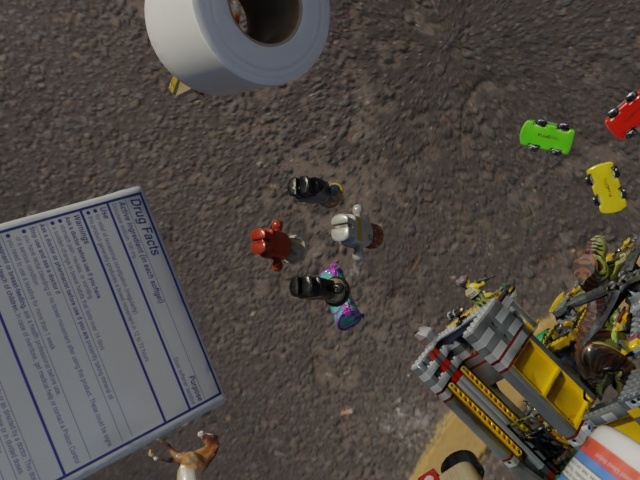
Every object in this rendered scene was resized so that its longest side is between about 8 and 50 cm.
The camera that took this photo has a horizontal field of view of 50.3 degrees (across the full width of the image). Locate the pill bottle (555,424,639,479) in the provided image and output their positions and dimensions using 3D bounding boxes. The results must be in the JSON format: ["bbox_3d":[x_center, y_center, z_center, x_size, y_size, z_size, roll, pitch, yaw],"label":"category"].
[{"bbox_3d":[0.167,0.241,0.432,0.124,0.124,0.221,38,89,-2],"label":"pill bottle"}]

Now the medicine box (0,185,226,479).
[{"bbox_3d":[-0.291,0.115,0.728,0.149,0.289,0.263,-20,91,51],"label":"medicine box"}]

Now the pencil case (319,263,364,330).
[{"bbox_3d":[0.045,0.128,1.539,0.064,0.152,0.070,-9,134,-14],"label":"pencil case"}]

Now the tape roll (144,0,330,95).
[{"bbox_3d":[-0.129,-0.357,1.068,0.169,0.246,0.246,8,114,54],"label":"tape roll"}]

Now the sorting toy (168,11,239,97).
[{"bbox_3d":[-0.217,-0.334,1.281,0.046,0.274,0.132,18,83,-28],"label":"sorting toy"}]

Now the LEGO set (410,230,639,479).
[{"bbox_3d":[0.230,0.054,0.573,0.192,0.255,0.331,45,151,3],"label":"LEGO set"}]

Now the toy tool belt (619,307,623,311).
[{"bbox_3d":[0.666,0.173,1.550,0.083,0.051,0.052,2,103,37],"label":"toy tool belt"}]

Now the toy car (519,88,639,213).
[{"bbox_3d":[0.492,-0.186,1.284,0.225,0.053,0.239,16,112,14],"label":"toy car"}]

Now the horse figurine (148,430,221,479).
[{"bbox_3d":[-0.331,0.564,1.602,0.174,0.263,0.066,23,131,-24],"label":"horse figurine"}]

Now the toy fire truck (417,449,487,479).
[{"bbox_3d":[0.163,0.441,0.992,0.246,0.158,0.217,-33,120,2],"label":"toy fire truck"}]

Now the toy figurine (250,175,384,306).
[{"bbox_3d":[0.000,0.000,1.292,0.213,0.148,0.209,42,105,32],"label":"toy figurine"}]
